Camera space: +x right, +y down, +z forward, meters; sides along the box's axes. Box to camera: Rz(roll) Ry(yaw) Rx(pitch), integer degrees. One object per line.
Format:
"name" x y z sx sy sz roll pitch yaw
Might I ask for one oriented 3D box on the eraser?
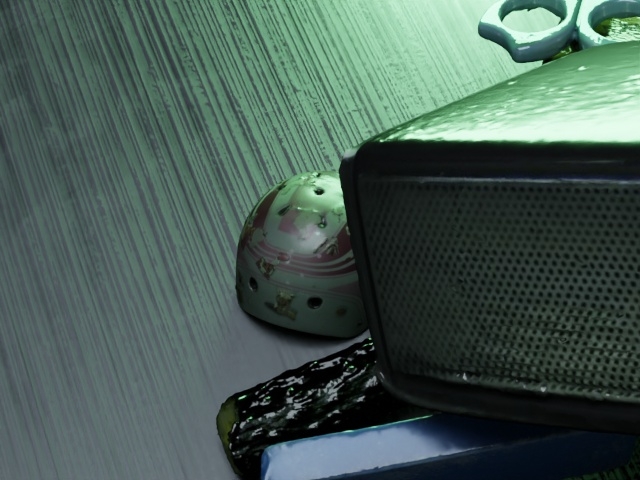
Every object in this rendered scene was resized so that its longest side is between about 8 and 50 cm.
"eraser" 0.109 0.183 1.485 0.312 0.144 0.042 -11 66 1

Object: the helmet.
"helmet" -0.005 -0.004 1.662 0.153 0.107 0.177 14 59 21

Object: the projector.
"projector" 0.290 -0.014 1.393 0.405 0.242 0.395 2 18 42

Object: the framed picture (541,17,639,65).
"framed picture" 0.387 -0.183 1.716 0.324 0.013 0.244 6 29 14

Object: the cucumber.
"cucumber" 0.050 0.124 1.583 0.303 0.081 0.072 -21 98 -12

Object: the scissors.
"scissors" 0.279 -0.270 1.796 0.191 0.029 0.360 5 35 15
